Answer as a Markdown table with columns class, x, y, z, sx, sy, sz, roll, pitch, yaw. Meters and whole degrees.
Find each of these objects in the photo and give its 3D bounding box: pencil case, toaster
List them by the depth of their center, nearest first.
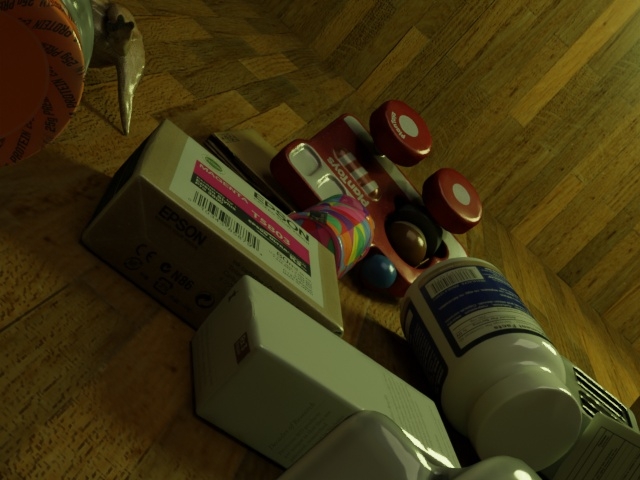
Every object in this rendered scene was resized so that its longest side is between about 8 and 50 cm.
| class | x | y | z | sx | sy | sz | roll | pitch | yaw |
| --- | --- | --- | --- | --- | --- | --- | --- | --- | --- |
| pencil case | 0.000 | 0.000 | 1.212 | 0.104 | 0.104 | 0.236 | 44 | 13 | 5 |
| toaster | 0.322 | 0.248 | 1.279 | 0.185 | 0.110 | 0.168 | 39 | 17 | -2 |

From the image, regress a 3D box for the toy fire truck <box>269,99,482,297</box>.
| class | x | y | z | sx | sy | sz | roll | pitch | yaw |
| --- | --- | --- | --- | --- | --- | --- | --- | --- | --- |
| toy fire truck | 0.080 | -0.040 | 1.442 | 0.302 | 0.169 | 0.254 | 52 | 38 | -3 |

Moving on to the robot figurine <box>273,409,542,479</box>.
| class | x | y | z | sx | sy | sz | roll | pitch | yaw |
| --- | --- | --- | --- | --- | --- | --- | --- | --- | --- |
| robot figurine | 0.100 | 0.256 | 0.519 | 0.353 | 0.199 | 0.300 | 48 | -1 | 19 |

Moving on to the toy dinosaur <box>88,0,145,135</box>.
| class | x | y | z | sx | sy | sz | roll | pitch | yaw |
| --- | --- | --- | --- | --- | --- | --- | --- | --- | --- |
| toy dinosaur | -0.279 | -0.264 | 1.190 | 0.296 | 0.127 | 0.200 | 49 | 7 | 0 |

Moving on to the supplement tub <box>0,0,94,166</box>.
| class | x | y | z | sx | sy | sz | roll | pitch | yaw |
| --- | --- | --- | --- | --- | --- | --- | --- | --- | --- |
| supplement tub | -0.292 | -0.202 | 0.806 | 0.193 | 0.193 | 0.316 | 30 | 19 | -40 |

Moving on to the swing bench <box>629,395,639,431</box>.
| class | x | y | z | sx | sy | sz | roll | pitch | yaw |
| --- | --- | --- | --- | --- | --- | --- | --- | --- | --- |
| swing bench | 0.660 | 0.397 | 1.723 | 0.254 | 0.165 | 0.253 | 23 | 24 | -41 |

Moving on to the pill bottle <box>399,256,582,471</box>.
| class | x | y | z | sx | sy | sz | roll | pitch | yaw |
| --- | --- | --- | --- | --- | --- | --- | --- | --- | --- |
| pill bottle | 0.201 | 0.146 | 1.212 | 0.153 | 0.153 | 0.265 | 35 | 17 | -28 |

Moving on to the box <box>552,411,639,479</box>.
| class | x | y | z | sx | sy | sz | roll | pitch | yaw |
| --- | --- | --- | --- | --- | --- | --- | --- | --- | --- |
| box | 0.358 | 0.305 | 1.046 | 0.127 | 0.149 | 0.232 | 37 | -5 | -27 |

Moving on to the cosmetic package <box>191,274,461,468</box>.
| class | x | y | z | sx | sy | sz | roll | pitch | yaw |
| --- | --- | --- | --- | --- | --- | --- | --- | --- | --- |
| cosmetic package | 0.005 | 0.141 | 0.844 | 0.231 | 0.085 | 0.117 | 35 | 16 | -22 |

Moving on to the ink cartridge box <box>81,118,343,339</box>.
| class | x | y | z | sx | sy | sz | roll | pitch | yaw |
| --- | --- | --- | --- | --- | --- | --- | --- | --- | --- |
| ink cartridge box | -0.093 | 0.008 | 0.953 | 0.234 | 0.088 | 0.193 | 38 | 16 | -15 |

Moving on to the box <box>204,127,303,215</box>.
| class | x | y | z | sx | sy | sz | roll | pitch | yaw |
| --- | --- | --- | --- | --- | --- | --- | --- | --- | --- |
| box | -0.073 | -0.097 | 1.445 | 0.164 | 0.021 | 0.201 | 44 | 14 | 3 |
